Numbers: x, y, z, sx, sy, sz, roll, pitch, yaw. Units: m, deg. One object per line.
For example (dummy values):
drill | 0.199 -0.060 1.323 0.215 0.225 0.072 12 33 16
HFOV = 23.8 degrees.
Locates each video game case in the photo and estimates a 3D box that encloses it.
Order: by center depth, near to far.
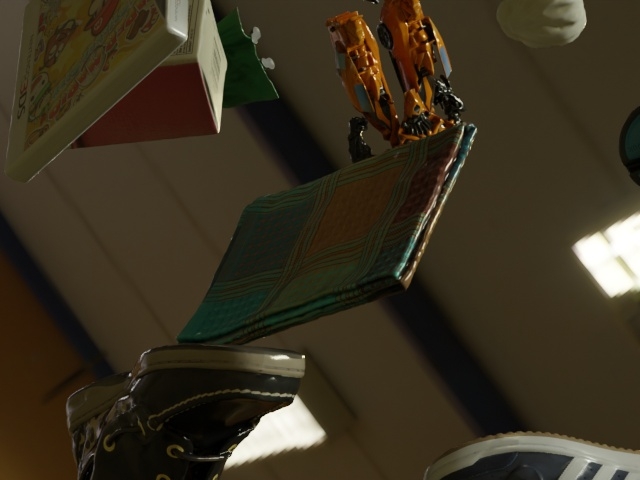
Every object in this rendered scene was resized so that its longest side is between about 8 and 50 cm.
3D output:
video game case | -0.187 -0.184 1.281 0.026 0.206 0.227 28 -47 -33

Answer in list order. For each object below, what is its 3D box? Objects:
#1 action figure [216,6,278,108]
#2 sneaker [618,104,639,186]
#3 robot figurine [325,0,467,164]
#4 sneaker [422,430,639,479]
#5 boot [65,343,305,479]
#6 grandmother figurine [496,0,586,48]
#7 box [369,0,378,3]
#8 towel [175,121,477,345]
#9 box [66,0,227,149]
action figure | -0.180 -0.230 2.155 0.232 0.063 0.137 -18 -80 25
sneaker | 0.443 -0.041 1.436 0.341 0.125 0.139 33 16 4
robot figurine | 0.121 -0.223 2.310 0.085 0.211 0.291 15 -52 64
sneaker | 0.232 0.260 1.321 0.153 0.282 0.099 -95 -163 -44
boot | -0.135 0.254 1.415 0.377 0.138 0.284 -23 -119 51
grandmother figurine | 0.195 -0.347 1.712 0.208 0.104 0.342 27 29 -50
box | 0.000 -0.318 1.233 0.153 0.207 0.108 17 -3 13
towel | 0.000 0.000 1.782 0.370 0.271 0.040 -21 -58 42
box | -0.246 -0.215 1.931 0.127 0.232 0.149 77 11 -45
